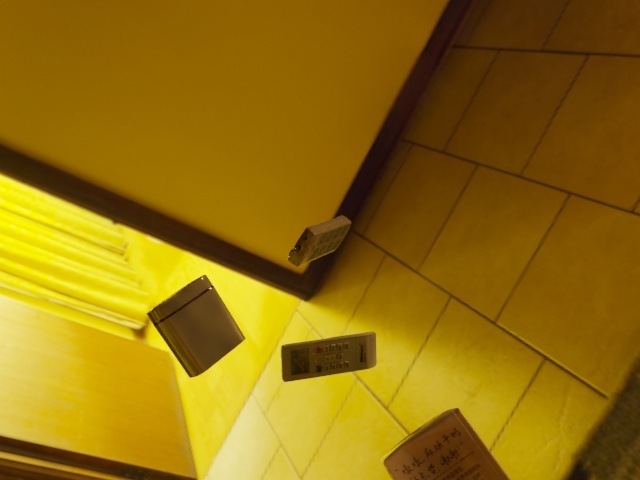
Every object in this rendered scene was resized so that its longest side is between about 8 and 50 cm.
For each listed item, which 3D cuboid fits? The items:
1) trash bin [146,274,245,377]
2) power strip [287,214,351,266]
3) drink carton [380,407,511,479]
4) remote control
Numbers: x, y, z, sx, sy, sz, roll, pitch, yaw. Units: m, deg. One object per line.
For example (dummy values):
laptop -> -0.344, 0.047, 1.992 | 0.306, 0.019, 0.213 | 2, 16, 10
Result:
trash bin -> -0.203, 0.139, 1.033 | 0.116, 0.130, 0.059 | -37, 8, -37
power strip -> 0.000, 0.000, 1.238 | 0.080, 0.029, 0.227 | -59, -16, 22
drink carton -> 0.197, 0.361, 0.870 | 0.134, 0.102, 0.222 | -33, 74, -6
remote control -> 0.014, 0.183, 1.001 | 0.029, 0.162, 0.061 | -159, 66, -71
